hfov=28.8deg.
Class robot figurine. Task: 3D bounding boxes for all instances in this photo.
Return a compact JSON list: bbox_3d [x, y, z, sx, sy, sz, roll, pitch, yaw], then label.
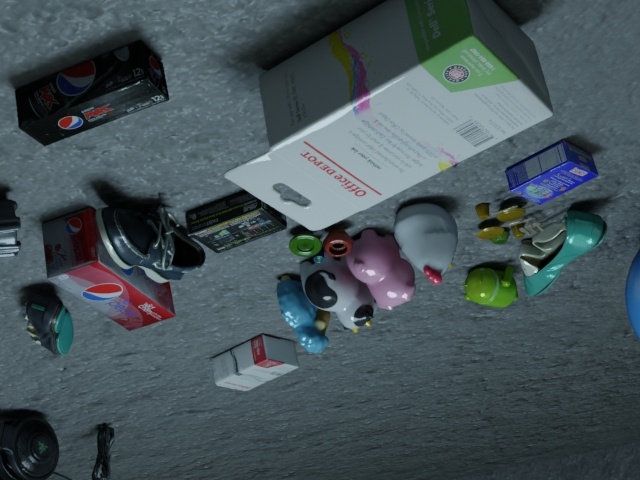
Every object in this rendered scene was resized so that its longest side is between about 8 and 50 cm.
[{"bbox_3d":[0.306,0.085,2.236,0.115,0.067,0.101,12,155,-43],"label":"robot figurine"}]

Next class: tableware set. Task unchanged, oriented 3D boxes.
[{"bbox_3d":[0.297,-0.031,2.035,0.104,0.024,0.154,-19,157,23],"label":"tableware set"}]

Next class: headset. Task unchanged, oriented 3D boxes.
[{"bbox_3d":[-0.608,0.415,2.514,0.394,0.185,0.243,20,148,-25],"label":"headset"}]

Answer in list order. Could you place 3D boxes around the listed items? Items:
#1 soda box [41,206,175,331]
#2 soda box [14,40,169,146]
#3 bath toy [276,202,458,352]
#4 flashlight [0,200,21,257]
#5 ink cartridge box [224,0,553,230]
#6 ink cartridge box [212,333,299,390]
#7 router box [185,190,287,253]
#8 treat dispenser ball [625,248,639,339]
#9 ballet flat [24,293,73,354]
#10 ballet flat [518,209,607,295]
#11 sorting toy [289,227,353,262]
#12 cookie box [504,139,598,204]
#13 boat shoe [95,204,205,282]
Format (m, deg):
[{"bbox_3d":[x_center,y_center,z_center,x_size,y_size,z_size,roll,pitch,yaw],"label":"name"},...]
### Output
[{"bbox_3d":[-0.308,0.048,1.836,0.083,0.092,0.263,-18,155,12],"label":"soda box"},{"bbox_3d":[-0.263,-0.167,1.428,0.169,0.053,0.060,-19,155,14],"label":"soda box"},{"bbox_3d":[0.088,0.064,2.016,0.151,0.129,0.348,13,145,-44],"label":"bath toy"},{"bbox_3d":[-0.542,-0.008,1.598,0.304,0.103,0.103,-4,132,-19],"label":"flashlight"},{"bbox_3d":[0.070,-0.158,1.491,0.353,0.119,0.207,-26,145,26],"label":"ink cartridge box"},{"bbox_3d":[-0.125,0.234,2.378,0.135,0.056,0.099,-27,152,30],"label":"ink cartridge box"},{"bbox_3d":[-0.123,-0.029,1.820,0.122,0.038,0.092,-20,156,16],"label":"router box"},{"bbox_3d":[0.676,0.095,2.159,0.288,0.288,0.288,-10,156,-4],"label":"treat dispenser ball"},{"bbox_3d":[-0.440,0.132,2.006,0.074,0.074,0.203,-8,162,-9],"label":"ballet flat"},{"bbox_3d":[0.391,0.015,2.130,0.087,0.083,0.247,21,147,-12],"label":"ballet flat"},{"bbox_3d":[0.000,0.000,1.951,0.102,0.042,0.061,5,138,-8],"label":"sorting toy"},{"bbox_3d":[0.348,-0.101,1.876,0.107,0.040,0.092,-27,152,32],"label":"cookie box"},{"bbox_3d":[-0.237,0.004,1.769,0.079,0.095,0.254,-16,157,12],"label":"boat shoe"}]
